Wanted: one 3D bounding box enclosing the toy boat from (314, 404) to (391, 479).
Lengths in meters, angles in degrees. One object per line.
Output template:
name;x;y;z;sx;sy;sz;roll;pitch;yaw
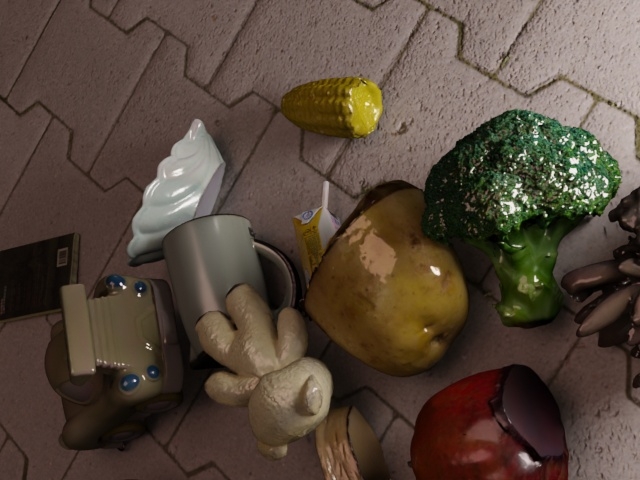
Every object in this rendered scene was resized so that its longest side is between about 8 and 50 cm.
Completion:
toy boat;0.050;0.335;1.729;0.061;0.116;0.188;-29;65;22

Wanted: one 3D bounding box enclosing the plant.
plant;0.460;0.032;1.476;0.320;0.194;0.181;-54;41;7

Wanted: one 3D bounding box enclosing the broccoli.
broccoli;0.284;-0.040;1.592;0.298;0.297;0.297;6;115;38

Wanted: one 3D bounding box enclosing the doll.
doll;-0.079;0.191;1.759;0.278;0.149;0.175;53;131;29

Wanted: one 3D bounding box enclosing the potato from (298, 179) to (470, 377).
potato;0.114;0.079;1.693;0.285;0.243;0.242;-52;54;22

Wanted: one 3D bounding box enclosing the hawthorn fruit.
hawthorn fruit;0.219;0.291;1.561;0.250;0.215;0.215;-15;69;31

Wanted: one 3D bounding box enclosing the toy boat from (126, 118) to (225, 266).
toy boat;-0.251;-0.072;2.039;0.100;0.199;0.290;20;73;6

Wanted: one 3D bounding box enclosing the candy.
candy;0.009;-0.227;1.923;0.199;0.094;0.106;10;120;45

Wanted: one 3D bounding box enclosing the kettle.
kettle;-0.142;0.085;1.919;0.221;0.161;0.236;-19;67;9

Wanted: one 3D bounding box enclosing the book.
book;-0.583;0.078;2.324;0.228;0.024;0.160;-12;70;34

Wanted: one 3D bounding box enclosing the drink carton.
drink carton;0.000;0.000;1.876;0.075;0.084;0.200;-22;64;19

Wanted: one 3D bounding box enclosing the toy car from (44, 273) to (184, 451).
toy car;-0.395;0.218;1.980;0.336;0.226;0.242;-39;56;46

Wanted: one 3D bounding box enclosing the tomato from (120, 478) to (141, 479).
tomato;-0.320;0.509;1.912;0.208;0.185;0.208;-161;90;-74
